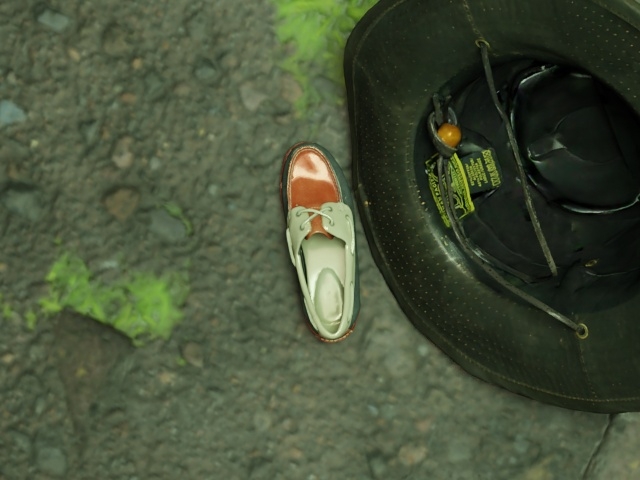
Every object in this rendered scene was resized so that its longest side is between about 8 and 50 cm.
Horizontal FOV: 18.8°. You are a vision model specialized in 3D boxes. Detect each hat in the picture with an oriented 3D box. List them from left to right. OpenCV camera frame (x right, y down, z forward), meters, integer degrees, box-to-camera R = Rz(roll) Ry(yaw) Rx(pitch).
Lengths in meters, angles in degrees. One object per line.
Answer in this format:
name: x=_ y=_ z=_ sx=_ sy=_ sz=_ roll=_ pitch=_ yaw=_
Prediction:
hat: x=0.168 y=-0.047 z=1.205 sx=0.134 sy=0.331 sz=0.331 roll=-26 pitch=87 yaw=-37

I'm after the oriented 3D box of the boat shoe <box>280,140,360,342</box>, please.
boat shoe: x=0.000 y=0.000 z=1.286 sx=0.049 sy=0.043 sz=0.137 roll=-8 pitch=87 yaw=4
